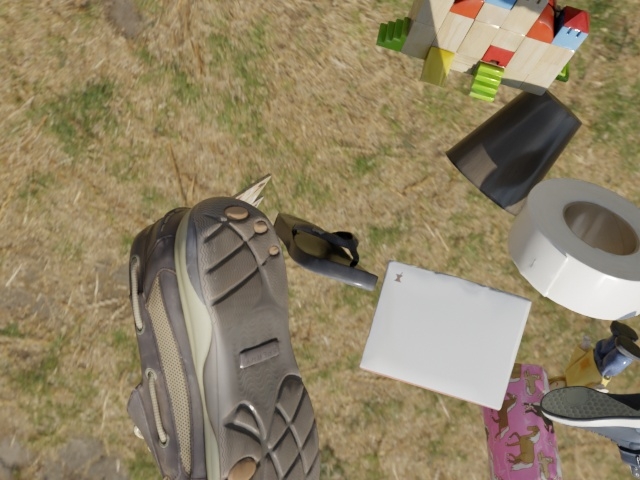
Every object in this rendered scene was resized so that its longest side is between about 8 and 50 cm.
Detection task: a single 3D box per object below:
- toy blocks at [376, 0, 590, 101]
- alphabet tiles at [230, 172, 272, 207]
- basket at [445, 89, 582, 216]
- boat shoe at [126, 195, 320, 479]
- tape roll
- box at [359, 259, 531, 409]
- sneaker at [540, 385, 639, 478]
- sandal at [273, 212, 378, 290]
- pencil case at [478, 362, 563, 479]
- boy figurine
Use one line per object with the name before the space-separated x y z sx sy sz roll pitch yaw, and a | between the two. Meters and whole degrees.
toy blocks | 0.321 -0.407 1.591 0.381 0.261 0.191 16 63 -6
alphabet tiles | -0.168 -0.016 1.516 0.009 0.198 0.237 44 129 6
basket | 0.406 -0.195 1.808 0.204 0.154 0.227 39 109 -11
boat shoe | -0.092 0.142 0.781 0.130 0.132 0.356 -5 90 38
tape roll | 0.487 0.011 1.614 0.286 0.286 0.100 12 130 -12
box | 0.201 0.150 1.433 0.214 0.345 0.168 16 86 10
sneaker | 0.507 0.340 1.563 0.226 0.086 0.164 1 130 32
sandal | -0.001 0.000 1.153 0.097 0.254 0.055 18 101 -27
pencil case | 0.377 0.422 1.654 0.160 0.386 0.167 -28 143 34
boy figurine | 0.630 0.304 2.109 0.092 0.177 0.285 26 130 -20
